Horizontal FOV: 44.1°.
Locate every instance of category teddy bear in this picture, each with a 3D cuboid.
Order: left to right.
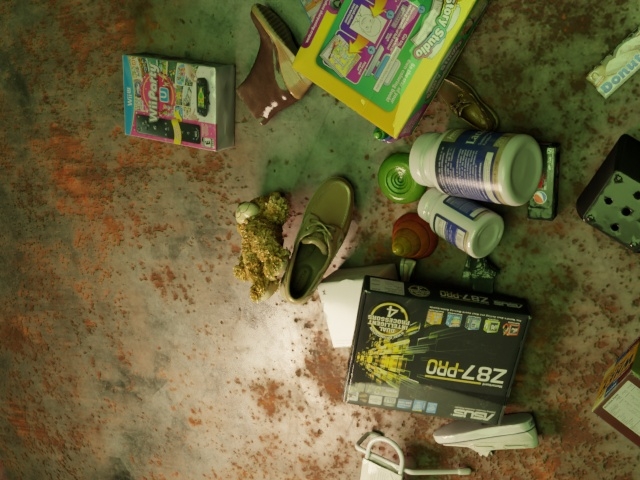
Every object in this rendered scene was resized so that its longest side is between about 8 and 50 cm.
[{"bbox_3d":[-0.153,0.003,1.991,0.113,0.338,0.245,10,144,-19],"label":"teddy bear"}]

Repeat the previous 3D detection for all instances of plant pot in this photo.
[{"bbox_3d":[0.636,-0.079,1.617,0.187,0.167,0.188,35,122,15],"label":"plant pot"}]

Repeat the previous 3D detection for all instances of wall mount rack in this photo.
[{"bbox_3d":[0.228,0.674,2.139,0.304,0.130,0.350,18,115,26],"label":"wall mount rack"}]

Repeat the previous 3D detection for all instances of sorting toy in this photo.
[{"bbox_3d":[0.180,-0.111,1.883,0.127,0.126,0.365,-5,105,30],"label":"sorting toy"}]

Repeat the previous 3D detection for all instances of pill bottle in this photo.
[{"bbox_3d":[0.316,-0.048,1.812,0.187,0.112,0.112,37,124,42],"label":"pill bottle"},{"bbox_3d":[0.335,-0.166,1.733,0.265,0.153,0.153,13,114,44],"label":"pill bottle"}]

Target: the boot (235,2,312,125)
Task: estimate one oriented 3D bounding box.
[{"bbox_3d":[-0.147,-0.435,1.969,0.207,0.090,0.248,-34,93,31],"label":"boot"}]

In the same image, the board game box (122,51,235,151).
[{"bbox_3d":[-0.380,-0.374,2.118,0.303,0.097,0.224,13,113,26],"label":"board game box"}]

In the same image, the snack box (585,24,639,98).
[{"bbox_3d":[0.627,-0.373,1.603,0.064,0.022,0.178,47,122,5],"label":"snack box"}]

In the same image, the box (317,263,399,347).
[{"bbox_3d":[0.111,0.166,2.021,0.181,0.119,0.182,-7,103,31],"label":"box"}]

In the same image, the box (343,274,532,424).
[{"bbox_3d":[0.270,0.265,1.896,0.395,0.097,0.318,9,116,-1],"label":"box"}]

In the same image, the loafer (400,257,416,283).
[{"bbox_3d":[0.220,0.098,1.971,0.039,0.045,0.125,5,128,16],"label":"loafer"}]

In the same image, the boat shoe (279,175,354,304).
[{"bbox_3d":[0.000,0.000,1.952,0.122,0.110,0.341,20,85,-3],"label":"boat shoe"}]

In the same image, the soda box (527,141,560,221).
[{"bbox_3d":[0.492,-0.130,1.744,0.060,0.053,0.169,7,110,28],"label":"soda box"}]

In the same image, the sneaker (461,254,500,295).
[{"bbox_3d":[0.388,0.061,1.874,0.089,0.051,0.170,15,110,12],"label":"sneaker"}]

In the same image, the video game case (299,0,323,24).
[{"bbox_3d":[0.009,-0.577,1.878,0.119,0.015,0.166,-25,94,34],"label":"video game case"}]

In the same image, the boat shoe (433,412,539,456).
[{"bbox_3d":[0.416,0.497,1.989,0.267,0.096,0.088,-16,96,25],"label":"boat shoe"}]

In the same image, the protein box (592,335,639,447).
[{"bbox_3d":[0.721,0.343,1.696,0.201,0.200,0.136,38,121,12],"label":"protein box"}]

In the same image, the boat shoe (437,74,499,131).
[{"bbox_3d":[0.323,-0.306,1.772,0.178,0.060,0.064,44,122,9],"label":"boat shoe"}]

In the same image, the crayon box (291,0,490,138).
[{"bbox_3d":[0.152,-0.464,1.759,0.313,0.106,0.363,37,115,15],"label":"crayon box"}]
